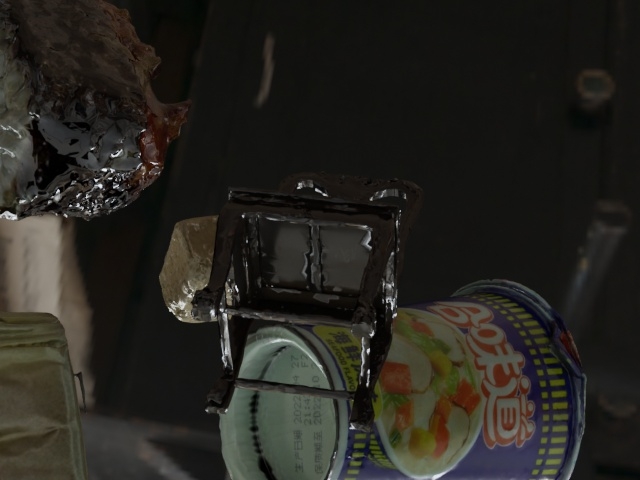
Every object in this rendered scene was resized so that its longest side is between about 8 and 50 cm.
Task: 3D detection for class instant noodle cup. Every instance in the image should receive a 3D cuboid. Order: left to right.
[{"bbox_3d":[0.073,0.179,1.801,0.312,0.284,0.284,1,154,-40],"label":"instant noodle cup"}]

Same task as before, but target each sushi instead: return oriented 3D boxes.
[{"bbox_3d":[-0.270,-0.152,1.623,0.181,0.343,0.196,12,122,-37],"label":"sushi"}]

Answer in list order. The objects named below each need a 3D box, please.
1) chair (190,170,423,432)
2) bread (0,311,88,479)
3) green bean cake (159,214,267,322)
[{"bbox_3d":[0.000,0.000,1.058,0.106,0.229,0.113,7,135,8],"label":"chair"},{"bbox_3d":[-0.240,0.154,1.214,0.109,0.192,0.210,-2,166,-23],"label":"bread"},{"bbox_3d":[-0.081,0.028,1.910,0.179,0.085,0.109,-5,150,-26],"label":"green bean cake"}]
